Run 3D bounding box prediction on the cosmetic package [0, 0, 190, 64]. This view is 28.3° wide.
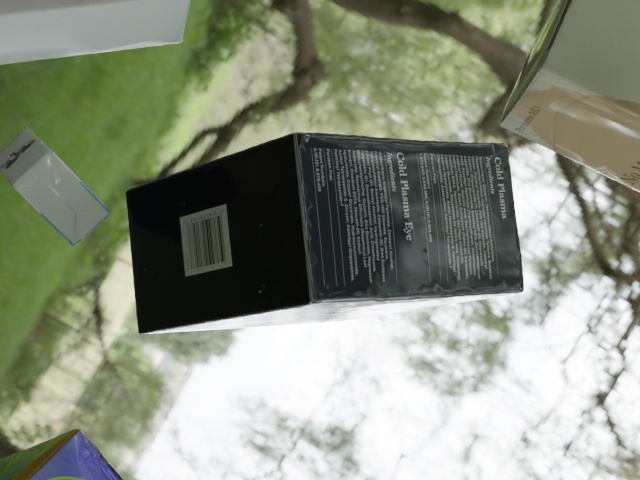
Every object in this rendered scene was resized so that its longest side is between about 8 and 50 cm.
[{"bbox_3d":[-0.352,-0.321,1.311,0.097,0.377,0.285,119,-43,-62],"label":"cosmetic package"}]

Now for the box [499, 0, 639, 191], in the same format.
[{"bbox_3d":[0.341,-0.115,1.174,0.148,0.311,0.121,111,4,-71],"label":"box"}]

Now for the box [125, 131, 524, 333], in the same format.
[{"bbox_3d":[0.000,0.000,1.459,0.343,0.312,0.179,-13,-99,51],"label":"box"}]

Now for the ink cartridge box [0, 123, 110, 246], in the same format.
[{"bbox_3d":[-0.323,-0.068,1.495,0.061,0.104,0.181,-44,-153,-6],"label":"ink cartridge box"}]

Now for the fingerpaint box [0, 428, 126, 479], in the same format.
[{"bbox_3d":[-0.201,0.417,1.216,0.163,0.445,0.371,-45,-170,-32],"label":"fingerpaint box"}]
